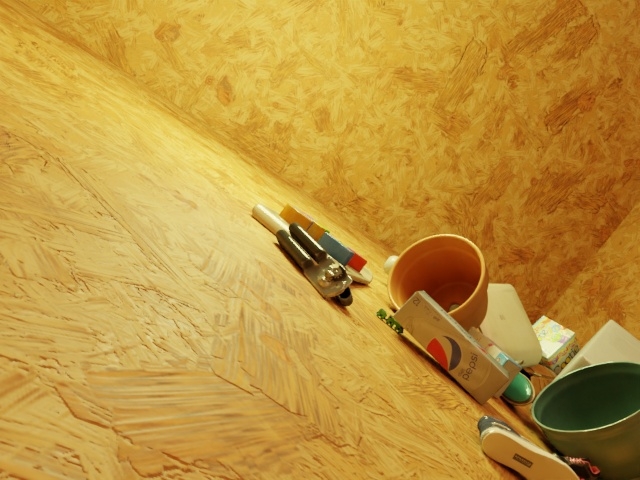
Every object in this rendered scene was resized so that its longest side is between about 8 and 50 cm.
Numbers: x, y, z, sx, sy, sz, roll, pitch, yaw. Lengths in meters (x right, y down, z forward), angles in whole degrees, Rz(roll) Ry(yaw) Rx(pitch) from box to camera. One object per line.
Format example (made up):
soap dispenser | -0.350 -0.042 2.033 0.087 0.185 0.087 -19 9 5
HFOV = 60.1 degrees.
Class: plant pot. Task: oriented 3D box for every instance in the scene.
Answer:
plant pot | 0.369 0.155 1.638 0.291 0.291 0.203 45 -4 48
plant pot | 0.680 0.444 1.299 0.196 0.293 0.293 62 7 -3

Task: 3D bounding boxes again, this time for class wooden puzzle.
wooden puzzle | 0.000 0.000 1.596 0.322 0.080 0.348 39 9 18

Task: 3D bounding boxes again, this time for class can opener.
can opener | -0.015 0.060 1.305 0.283 0.076 0.095 45 -20 50

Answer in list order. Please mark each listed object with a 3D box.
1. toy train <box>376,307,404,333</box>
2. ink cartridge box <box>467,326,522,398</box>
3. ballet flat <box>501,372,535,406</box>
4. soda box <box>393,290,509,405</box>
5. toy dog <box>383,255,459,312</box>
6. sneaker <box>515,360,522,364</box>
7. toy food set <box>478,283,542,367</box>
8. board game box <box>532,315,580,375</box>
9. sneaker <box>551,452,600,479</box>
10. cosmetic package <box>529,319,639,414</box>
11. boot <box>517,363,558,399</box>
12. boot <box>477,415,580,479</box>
toy train | 0.175 0.199 1.374 0.083 0.023 0.017 37 8 12
ink cartridge box | 0.440 0.322 1.481 0.062 0.104 0.181 33 9 -23
ballet flat | 0.514 0.392 1.514 0.086 0.086 0.248 33 7 -20
soda box | 0.310 0.248 1.317 0.286 0.091 0.098 45 10 16
toy dog | 0.386 0.148 1.971 0.333 0.220 0.161 53 16 -11
sneaker | 0.694 0.445 1.983 0.083 0.071 0.191 31 7 4
toy food set | 0.567 0.272 1.805 0.220 0.092 0.306 3 54 -26
board game box | 0.849 0.435 2.010 0.275 0.144 0.142 58 -12 -31
sneaker | 0.546 0.480 1.182 0.119 0.057 0.047 33 10 -10
cosmetic package | 0.814 0.409 1.640 0.161 0.230 0.453 43 29 25
boot | 0.743 0.499 1.758 0.220 0.109 0.283 19 30 -37
boot | 0.364 0.375 0.968 0.190 0.069 0.086 35 11 5
